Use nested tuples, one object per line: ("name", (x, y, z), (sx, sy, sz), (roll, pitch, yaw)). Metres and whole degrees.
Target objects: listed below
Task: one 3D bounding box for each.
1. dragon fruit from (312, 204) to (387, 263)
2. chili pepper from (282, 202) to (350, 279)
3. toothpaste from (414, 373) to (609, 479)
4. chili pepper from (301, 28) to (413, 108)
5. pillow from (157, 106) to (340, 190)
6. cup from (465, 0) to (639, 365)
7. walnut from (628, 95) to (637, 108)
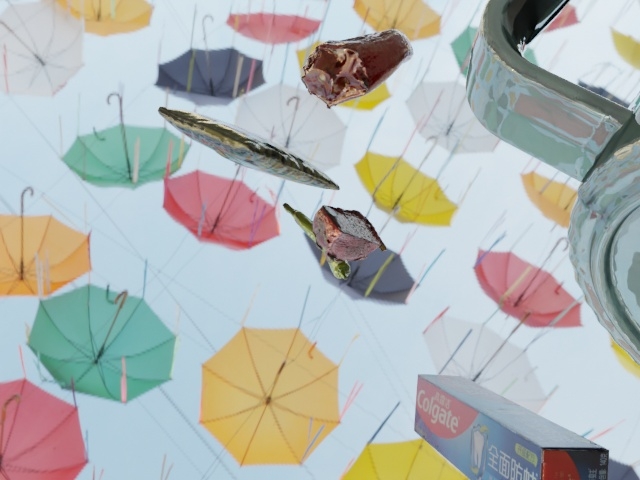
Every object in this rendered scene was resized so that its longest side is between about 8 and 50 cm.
("dragon fruit", (0.038, -0.002, 1.308), (0.147, 0.096, 0.102), (14, -149, -44))
("chili pepper", (0.001, 0.000, 1.369), (0.049, 0.043, 0.208), (-30, -114, -22))
("toothpaste", (0.177, 0.205, 0.708), (0.066, 0.320, 0.076), (4, -91, -11))
("chili pepper", (0.098, -0.342, 1.273), (0.136, 0.144, 0.252), (44, -127, 14))
("pillow", (-0.104, -0.133, 1.016), (0.208, 0.052, 0.212), (28, -174, 36))
("cup", (0.285, -0.085, 0.352), (0.331, 0.257, 0.311), (45, -113, -9))
("walnut", (0.665, -0.181, 1.189), (0.282, 0.277, 0.253), (3, -119, -1))
